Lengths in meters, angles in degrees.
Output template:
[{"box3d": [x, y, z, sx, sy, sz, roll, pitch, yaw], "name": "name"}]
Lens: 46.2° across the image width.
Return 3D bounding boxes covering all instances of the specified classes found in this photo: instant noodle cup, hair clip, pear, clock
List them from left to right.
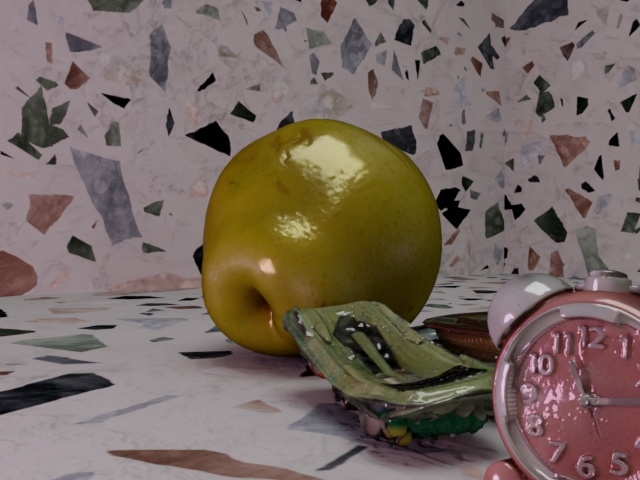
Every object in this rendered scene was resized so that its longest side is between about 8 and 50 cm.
[{"box3d": [0.000, 0.000, 1.123, 0.362, 0.362, 0.418, 1, 30, 27], "name": "pear"}, {"box3d": [0.063, 0.135, 0.744, 0.138, 0.091, 0.321, -5, 11, -18], "name": "hair clip"}, {"box3d": [0.245, 0.130, 0.809, 0.274, 0.091, 0.274, 0, 0, 0], "name": "instant noodle cup"}, {"box3d": [0.192, 0.100, 0.502, 0.166, 0.162, 0.092, 2, -1, 42], "name": "clock"}]

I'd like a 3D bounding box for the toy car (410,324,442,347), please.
[{"box3d": [0.227, 0.145, 1.099, 0.205, 0.056, 0.095, -1, 0, 1], "name": "toy car"}]
